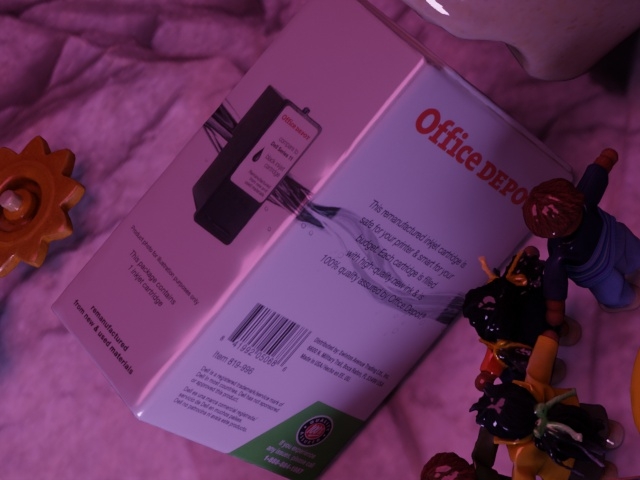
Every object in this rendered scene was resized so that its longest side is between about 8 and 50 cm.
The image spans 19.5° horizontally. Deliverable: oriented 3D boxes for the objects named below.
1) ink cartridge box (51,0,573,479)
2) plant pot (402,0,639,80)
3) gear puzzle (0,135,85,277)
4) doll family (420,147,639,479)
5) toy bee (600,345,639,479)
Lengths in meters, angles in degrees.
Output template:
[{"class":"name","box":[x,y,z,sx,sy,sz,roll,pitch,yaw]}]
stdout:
[{"class":"ink cartridge box","box":[0.000,0.000,0.883,0.208,0.153,0.087,-49,53,7]},{"class":"plant pot","box":[0.134,-0.249,0.819,0.305,0.334,0.333,-48,53,23]},{"class":"gear puzzle","box":[-0.266,0.060,1.106,0.339,0.044,0.175,-43,53,9]},{"class":"doll family","box":[0.097,0.052,0.824,0.076,0.111,0.193,-3,70,32]},{"class":"toy bee","box":[0.173,0.091,0.628,0.298,0.162,0.195,-23,51,-27]}]
